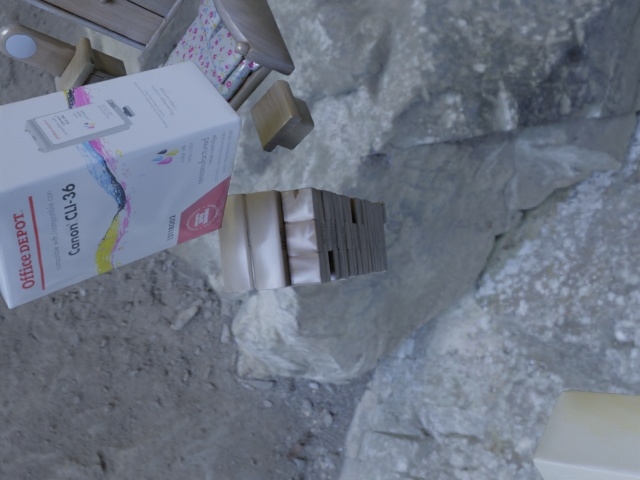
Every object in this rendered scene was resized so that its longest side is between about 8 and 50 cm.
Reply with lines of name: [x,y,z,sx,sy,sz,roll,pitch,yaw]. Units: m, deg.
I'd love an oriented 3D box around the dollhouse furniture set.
dollhouse furniture set: [-0.208,-0.163,0.690,0.174,0.303,0.355,15,43,-43]

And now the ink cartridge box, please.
ink cartridge box: [-0.156,-0.030,0.430,0.198,0.115,0.067,-23,63,-30]

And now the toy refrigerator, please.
toy refrigerator: [0.329,0.193,0.559,0.102,0.269,0.094,55,53,-22]

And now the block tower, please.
block tower: [0.000,0.000,0.758,0.335,0.091,0.097,-6,90,-72]
